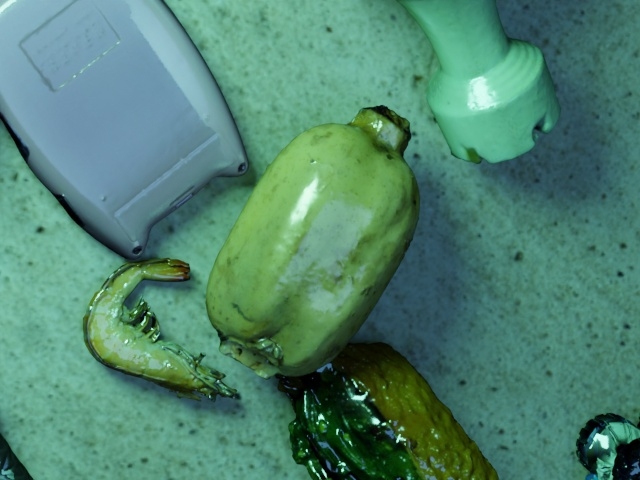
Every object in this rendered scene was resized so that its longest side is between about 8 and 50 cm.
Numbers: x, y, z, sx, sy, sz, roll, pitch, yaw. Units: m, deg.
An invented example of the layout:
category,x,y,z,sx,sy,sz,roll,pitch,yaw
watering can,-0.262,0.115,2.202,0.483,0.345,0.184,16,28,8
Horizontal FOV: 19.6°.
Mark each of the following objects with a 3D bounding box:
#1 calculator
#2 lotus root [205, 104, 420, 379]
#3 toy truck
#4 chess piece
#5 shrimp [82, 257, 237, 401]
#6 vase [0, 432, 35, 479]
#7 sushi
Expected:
category,x,y,z,sx,sy,sz,roll,pitch,yaw
calculator,-0.195,-0.132,1.705,0.194,0.043,0.294,-38,114,-9
lotus root,0.000,0.000,1.768,0.160,0.146,0.284,31,88,-37
toy truck,0.395,0.242,2.019,0.208,0.113,0.126,-15,110,-18
chess piece,0.128,-0.221,1.754,0.194,0.194,0.299,-35,123,-12
shrimp,-0.143,0.083,1.793,0.178,0.034,0.124,24,87,-22
vase,-0.295,0.221,1.748,0.059,0.059,0.167,-33,114,-12
sushi,0.064,0.219,1.847,0.140,0.149,0.287,-27,75,-40
